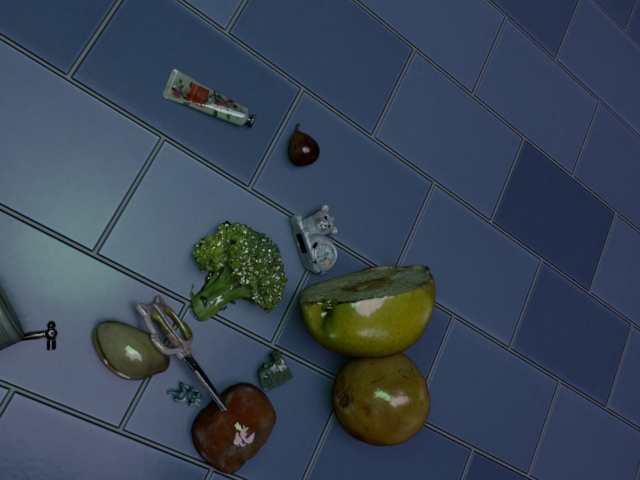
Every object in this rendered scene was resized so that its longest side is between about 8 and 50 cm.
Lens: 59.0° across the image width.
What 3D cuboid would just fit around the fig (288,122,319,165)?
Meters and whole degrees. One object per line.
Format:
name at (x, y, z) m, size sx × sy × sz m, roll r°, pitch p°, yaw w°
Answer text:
fig at (-0.055, -0.264, 1.526) m, size 0.089 × 0.089 × 0.125 m, roll -16°, pitch 72°, yaw -25°

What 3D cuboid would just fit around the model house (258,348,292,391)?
model house at (-0.125, 0.337, 1.464) m, size 0.083 × 0.066 × 0.078 m, roll -28°, pitch 110°, yaw -6°

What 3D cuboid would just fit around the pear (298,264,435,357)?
pear at (0.129, 0.193, 1.444) m, size 0.386 × 0.340 × 0.191 m, roll -15°, pitch 100°, yaw -47°

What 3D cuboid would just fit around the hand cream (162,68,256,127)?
hand cream at (-0.278, -0.353, 1.443) m, size 0.234 × 0.050 × 0.080 m, roll 22°, pitch 81°, yaw -16°

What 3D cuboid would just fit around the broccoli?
broccoli at (-0.197, 0.086, 1.372) m, size 0.242 × 0.180 × 0.273 m, roll 48°, pitch 69°, yaw -16°

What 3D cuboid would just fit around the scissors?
scissors at (-0.313, 0.269, 1.317) m, size 0.024 × 0.160 × 0.317 m, roll -36°, pitch 87°, yaw 14°

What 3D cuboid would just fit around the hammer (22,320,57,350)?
hammer at (-0.669, 0.218, 1.230) m, size 0.178 × 0.021 × 0.065 m, roll -5°, pitch 90°, yaw -25°

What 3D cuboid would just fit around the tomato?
tomato at (-0.196, 0.458, 1.368) m, size 0.181 × 0.155 × 0.214 m, roll 43°, pitch 72°, yaw -12°

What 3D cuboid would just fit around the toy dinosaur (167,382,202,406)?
toy dinosaur at (-0.328, 0.377, 1.374) m, size 0.083 × 0.030 × 0.047 m, roll 31°, pitch 72°, yaw -20°

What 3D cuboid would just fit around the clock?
clock at (0.000, 0.000, 1.527) m, size 0.117 × 0.080 × 0.176 m, roll -19°, pitch 93°, yaw -26°

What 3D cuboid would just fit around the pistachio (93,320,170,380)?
pistachio at (-0.432, 0.250, 1.289) m, size 0.185 × 0.124 × 0.124 m, roll 43°, pitch 70°, yaw -11°

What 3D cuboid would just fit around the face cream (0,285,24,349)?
face cream at (-0.705, 0.155, 1.130) m, size 0.153 × 0.177 × 0.177 m, roll -25°, pitch 97°, yaw -24°

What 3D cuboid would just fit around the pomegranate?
pomegranate at (0.165, 0.407, 1.482) m, size 0.264 × 0.264 × 0.264 m, roll 2°, pitch 86°, yaw -25°
